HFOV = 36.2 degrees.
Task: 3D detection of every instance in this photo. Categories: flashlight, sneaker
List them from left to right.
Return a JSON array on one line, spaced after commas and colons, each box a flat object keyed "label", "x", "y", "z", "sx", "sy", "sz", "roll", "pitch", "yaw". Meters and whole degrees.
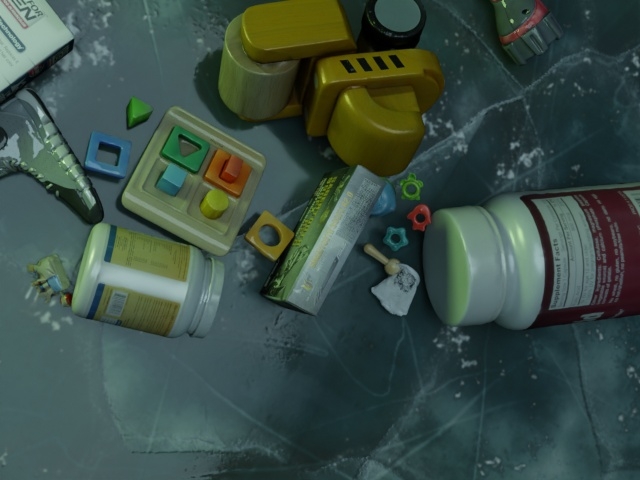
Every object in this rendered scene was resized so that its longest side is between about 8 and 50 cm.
[{"label": "sneaker", "x": -0.426, "y": -0.101, "z": 1.452, "sx": 0.132, "sy": 0.086, "sz": 0.229, "roll": -31, "pitch": 87, "yaw": -8}, {"label": "flashlight", "x": 0.279, "y": -0.437, "z": 1.629, "sx": 0.103, "sy": 0.103, "sz": 0.304, "roll": -42, "pitch": 101, "yaw": -9}]

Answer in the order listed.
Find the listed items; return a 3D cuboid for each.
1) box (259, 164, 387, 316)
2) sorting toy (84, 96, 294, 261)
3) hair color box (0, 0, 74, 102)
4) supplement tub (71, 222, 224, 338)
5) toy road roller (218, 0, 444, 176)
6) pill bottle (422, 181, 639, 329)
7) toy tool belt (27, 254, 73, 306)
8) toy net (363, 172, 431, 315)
[{"label": "box", "x": 0.000, "y": 0.000, "z": 1.508, "sx": 0.056, "sy": 0.183, "sz": 0.231, "roll": 30, "pitch": 83, "yaw": -13}, {"label": "sorting toy", "x": -0.183, "y": -0.096, "z": 1.497, "sx": 0.347, "sy": 0.047, "sz": 0.196, "roll": 29, "pitch": 58, "yaw": -14}, {"label": "hair color box", "x": -0.543, "y": -0.248, "z": 1.401, "sx": 0.347, "sy": 0.105, "sz": 0.174, "roll": -40, "pitch": 100, "yaw": -12}, {"label": "supplement tub", "x": -0.256, "y": 0.065, "z": 1.455, "sx": 0.199, "sy": 0.144, "sz": 0.144, "roll": 16, "pitch": 86, "yaw": -16}, {"label": "toy road roller", "x": 0.026, "y": -0.220, "z": 1.468, "sx": 0.329, "sy": 0.202, "sz": 0.240, "roll": -8, "pitch": 68, "yaw": -14}, {"label": "pill bottle", "x": 0.381, "y": 0.027, "z": 1.590, "sx": 0.392, "sy": 0.224, "sz": 0.224, "roll": -5, "pitch": 91, "yaw": -15}, {"label": "toy tool belt", "x": -0.407, "y": 0.066, "z": 1.471, "sx": 0.051, "sy": 0.052, "sz": 0.083, "roll": -21, "pitch": 92, "yaw": 17}, {"label": "toy net", "x": 0.129, "y": 0.006, "z": 1.599, "sx": 0.122, "sy": 0.045, "sz": 0.232, "roll": -8, "pitch": 103, "yaw": 14}]
